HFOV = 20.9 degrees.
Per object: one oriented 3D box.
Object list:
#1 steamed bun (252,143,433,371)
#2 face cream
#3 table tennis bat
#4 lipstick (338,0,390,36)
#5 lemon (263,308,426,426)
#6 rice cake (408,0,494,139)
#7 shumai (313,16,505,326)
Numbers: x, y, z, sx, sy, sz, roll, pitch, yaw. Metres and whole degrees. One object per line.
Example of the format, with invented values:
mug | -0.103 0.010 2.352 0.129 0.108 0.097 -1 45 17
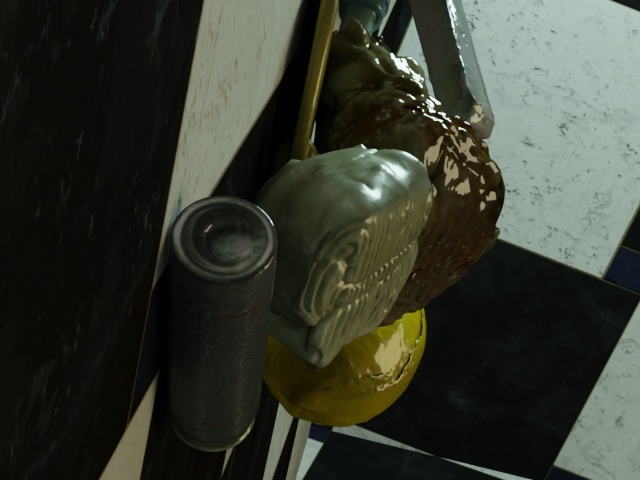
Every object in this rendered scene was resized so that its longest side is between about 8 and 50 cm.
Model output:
steamed bun | -0.001 0.002 1.629 0.218 0.144 0.211 -37 152 -52
face cream | -0.075 0.074 1.261 0.283 0.073 0.073 98 6 -56
table tennis bat | -0.015 -0.114 1.743 0.198 0.050 0.320 -106 -152 -85
lipstick | 0.048 -0.269 2.074 0.068 0.061 0.274 102 3 -58
lemon | 0.025 0.112 2.091 0.204 0.204 0.260 100 12 -44
rice cake | 0.136 -0.266 2.015 0.073 0.056 0.365 37 34 -48
shumai | 0.040 -0.080 1.886 0.283 0.217 0.346 59 -18 22
